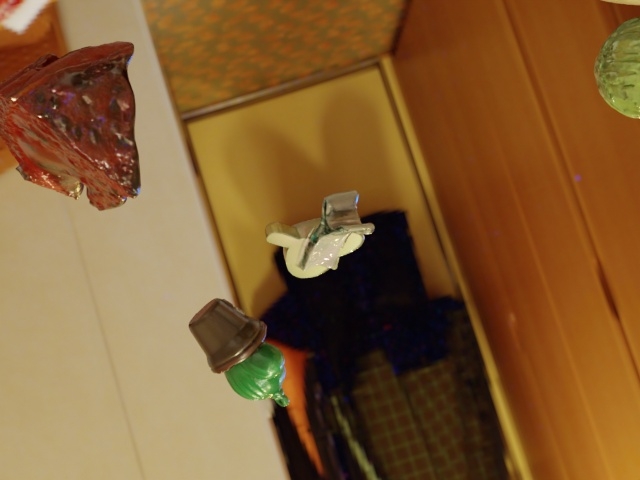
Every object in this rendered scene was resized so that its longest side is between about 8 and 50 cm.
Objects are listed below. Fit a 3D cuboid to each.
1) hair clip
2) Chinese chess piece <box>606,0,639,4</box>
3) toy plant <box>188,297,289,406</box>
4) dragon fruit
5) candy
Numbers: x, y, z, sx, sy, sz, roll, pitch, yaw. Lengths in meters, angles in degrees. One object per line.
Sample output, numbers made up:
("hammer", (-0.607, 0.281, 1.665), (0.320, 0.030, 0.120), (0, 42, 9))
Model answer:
("hair clip", (-0.003, -0.001, 1.694), (0.159, 0.071, 0.218), (-5, 158, -19))
("Chinese chess piece", (0.335, -0.409, 1.222), (0.338, 0.338, 0.140), (-21, 164, 24))
("toy plant", (-0.108, 0.175, 1.827), (0.105, 0.200, 0.143), (-51, -169, -28))
("dragon fruit", (-0.173, -0.081, 0.916), (0.092, 0.122, 0.192), (-57, -177, -21))
("candy", (0.277, -0.146, 0.889), (0.093, 0.092, 0.335), (27, 179, 0))
